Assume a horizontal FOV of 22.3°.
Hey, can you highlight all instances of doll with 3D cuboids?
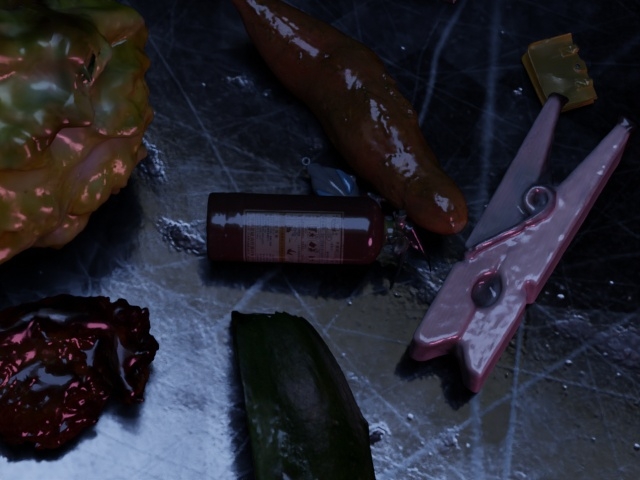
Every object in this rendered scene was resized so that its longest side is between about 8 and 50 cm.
[{"bbox_3d":[0.021,-0.045,1.696,0.114,0.039,0.057,43,107,1],"label":"doll"}]

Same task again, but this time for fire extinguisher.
[{"bbox_3d":[0.000,0.000,1.655,0.231,0.099,0.071,3,33,-2],"label":"fire extinguisher"}]

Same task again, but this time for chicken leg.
[{"bbox_3d":[-0.341,0.163,1.536,0.407,0.096,0.158,-32,95,-17],"label":"chicken leg"}]

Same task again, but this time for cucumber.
[{"bbox_3d":[-0.014,0.200,1.554,0.145,0.105,0.325,-6,65,-11],"label":"cucumber"}]

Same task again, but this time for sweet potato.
[{"bbox_3d":[0.040,-0.143,1.711,0.354,0.095,0.106,48,25,11],"label":"sweet potato"}]

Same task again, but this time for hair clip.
[{"bbox_3d":[0.205,-0.004,1.677,0.101,0.085,0.331,30,68,8],"label":"hair clip"}]

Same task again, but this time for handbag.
[{"bbox_3d":[0.264,-0.182,1.793,0.061,0.027,0.083,-18,73,-15],"label":"handbag"}]

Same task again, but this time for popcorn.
[{"bbox_3d":[-0.320,-0.115,1.554,0.312,0.312,0.312,3,67,-7],"label":"popcorn"}]

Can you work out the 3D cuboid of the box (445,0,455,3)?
[{"bbox_3d":[0.062,-0.425,1.823,0.299,0.106,0.200,24,64,1],"label":"box"}]
